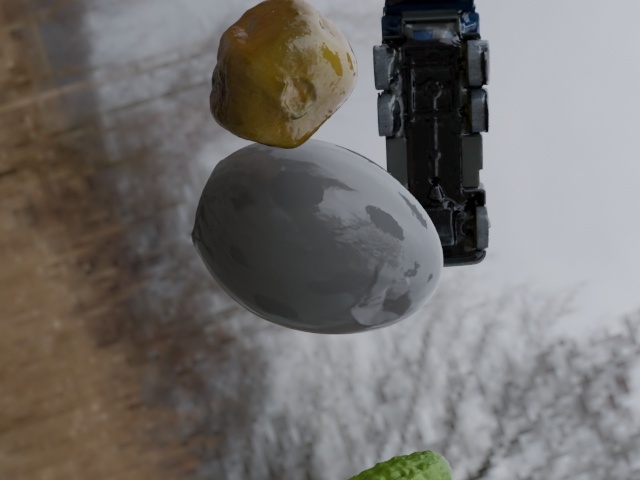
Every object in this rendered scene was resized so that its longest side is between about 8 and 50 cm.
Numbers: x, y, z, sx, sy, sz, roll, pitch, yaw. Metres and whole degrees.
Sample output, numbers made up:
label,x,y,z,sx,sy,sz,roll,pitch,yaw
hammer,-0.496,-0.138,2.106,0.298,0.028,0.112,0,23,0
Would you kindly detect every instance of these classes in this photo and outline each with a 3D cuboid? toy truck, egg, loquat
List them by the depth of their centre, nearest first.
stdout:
label,x,y,z,sx,sy,sz,roll,pitch,yaw
loquat,-0.037,-0.142,1.540,0.113,0.137,0.137,31,21,-35
egg,0.000,0.000,1.686,0.176,0.232,0.176,25,90,-84
toy truck,0.143,-0.156,2.301,0.175,0.146,0.367,-81,170,-69

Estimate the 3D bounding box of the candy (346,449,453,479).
label,x,y,z,sx,sy,sz,roll,pitch,yaw
candy,0.023,0.245,1.477,0.097,0.209,0.097,49,-7,8
